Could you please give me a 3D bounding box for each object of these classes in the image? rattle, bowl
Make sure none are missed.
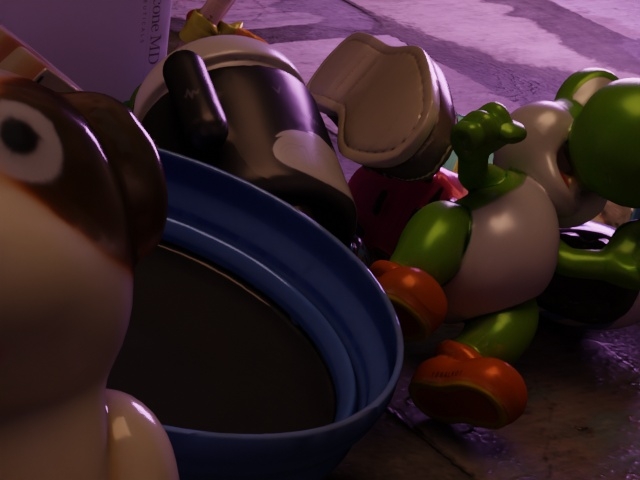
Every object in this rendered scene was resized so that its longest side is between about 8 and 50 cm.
[{"bbox_3d":[-0.105,-0.256,2.193,0.143,0.130,0.200,18,-4,-5],"label":"rattle"},{"bbox_3d":[-0.134,0.048,1.248,0.391,0.077,0.391,17,26,-9],"label":"bowl"}]

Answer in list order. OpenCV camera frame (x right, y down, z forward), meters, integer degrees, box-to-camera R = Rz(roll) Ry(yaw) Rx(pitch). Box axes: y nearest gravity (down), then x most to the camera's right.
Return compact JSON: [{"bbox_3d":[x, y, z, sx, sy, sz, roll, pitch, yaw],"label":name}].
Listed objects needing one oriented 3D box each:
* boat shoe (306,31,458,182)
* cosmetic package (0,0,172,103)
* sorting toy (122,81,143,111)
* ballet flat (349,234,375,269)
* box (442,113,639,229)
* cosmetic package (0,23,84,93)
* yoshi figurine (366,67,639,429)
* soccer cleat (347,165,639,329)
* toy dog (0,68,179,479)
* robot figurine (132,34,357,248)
[{"bbox_3d":[0.070,-0.110,1.590,0.097,0.116,0.324,40,2,-19],"label":"boat shoe"},{"bbox_3d":[-0.351,-0.216,1.837,0.385,0.217,0.156,-15,32,-38],"label":"cosmetic package"},{"bbox_3d":[-0.210,-0.081,1.746,0.126,0.127,0.365,-11,21,15],"label":"sorting toy"},{"bbox_3d":[0.000,0.000,1.662,0.070,0.070,0.188,-2,30,-23],"label":"ballet flat"},{"bbox_3d":[0.200,-0.053,1.746,0.244,0.060,0.100,15,65,17],"label":"box"},{"bbox_3d":[-0.291,-0.103,1.593,0.129,0.153,0.296,40,-2,-31],"label":"cosmetic package"},{"bbox_3d":[0.193,-0.024,1.446,0.203,0.203,0.362,26,56,20],"label":"yoshi figurine"},{"bbox_3d":[0.175,0.012,1.656,0.331,0.116,0.143,22,5,32],"label":"soccer cleat"},{"bbox_3d":[-0.194,0.108,0.910,0.285,0.407,0.395,7,24,-6],"label":"toy dog"},{"bbox_3d":[-0.072,-0.054,1.539,0.174,0.209,0.278,2,48,-27],"label":"robot figurine"}]
